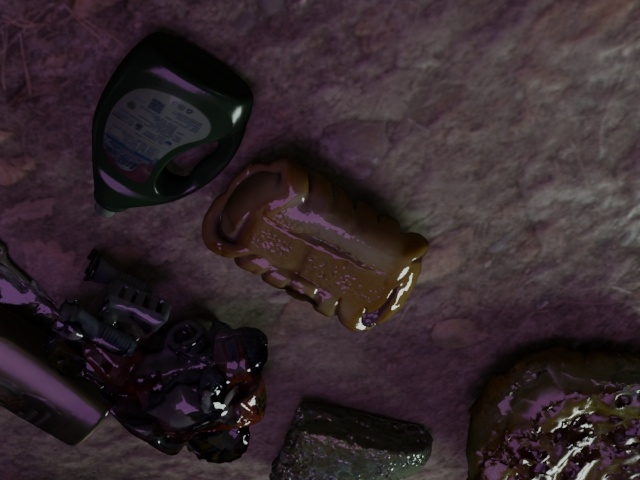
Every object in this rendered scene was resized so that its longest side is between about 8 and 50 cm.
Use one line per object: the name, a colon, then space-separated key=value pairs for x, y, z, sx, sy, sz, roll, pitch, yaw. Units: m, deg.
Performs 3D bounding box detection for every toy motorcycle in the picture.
toy motorcycle: x=-0.203 y=0.119 z=0.965 sx=0.401 sy=0.134 sz=0.207 roll=38 pitch=123 yaw=-22

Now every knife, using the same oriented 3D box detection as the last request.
knife: x=-0.369 y=0.017 z=0.983 sx=0.030 sy=0.014 sz=0.207 roll=-21 pitch=121 yaw=24

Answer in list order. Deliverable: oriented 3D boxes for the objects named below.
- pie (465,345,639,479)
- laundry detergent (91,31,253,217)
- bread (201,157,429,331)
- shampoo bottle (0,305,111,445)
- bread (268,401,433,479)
pie: x=0.320 y=0.273 z=1.028 sx=0.288 sy=0.103 sz=0.355 roll=-21 pitch=118 yaw=14
laundry detergent: x=-0.161 y=-0.092 z=0.841 sx=0.137 sy=0.063 sz=0.211 roll=25 pitch=127 yaw=-20
bread: x=0.000 y=0.000 z=0.878 sx=0.225 sy=0.081 sz=0.134 roll=32 pitch=120 yaw=-14
shampoo bottle: x=-0.414 y=0.121 z=1.027 sx=0.350 sy=0.084 sz=0.125 roll=38 pitch=125 yaw=-19
bread: x=0.024 y=0.271 z=1.095 sx=0.232 sy=0.064 sz=0.172 roll=-20 pitch=124 yaw=20
